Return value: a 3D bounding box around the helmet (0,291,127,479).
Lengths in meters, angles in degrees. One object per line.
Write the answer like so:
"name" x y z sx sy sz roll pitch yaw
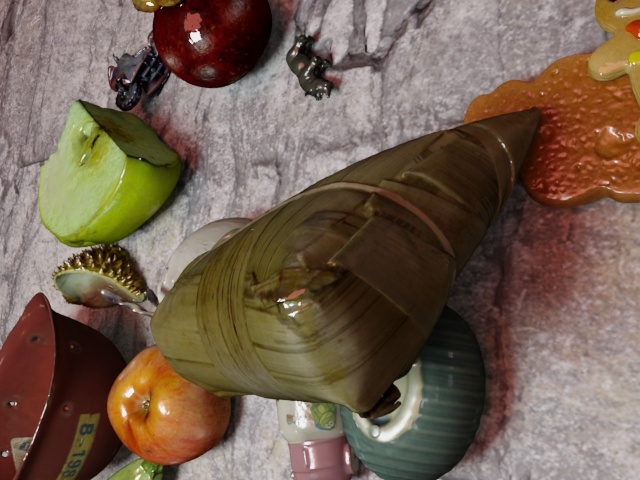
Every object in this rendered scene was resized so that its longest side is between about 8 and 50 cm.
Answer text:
"helmet" -0.470 0.303 1.149 0.337 0.230 0.385 22 92 52

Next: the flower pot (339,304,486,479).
"flower pot" 0.118 0.194 0.809 0.189 0.157 0.243 0 76 36

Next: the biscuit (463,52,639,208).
"biscuit" 0.342 -0.137 0.770 0.333 0.047 0.202 6 81 32

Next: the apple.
"apple" -0.259 0.277 1.051 0.209 0.164 0.210 -6 79 31

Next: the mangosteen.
"mangosteen" -0.212 -0.392 1.065 0.215 0.257 0.215 -33 39 31

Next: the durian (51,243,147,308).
"durian" -0.465 0.080 1.264 0.252 0.144 0.139 -15 97 27

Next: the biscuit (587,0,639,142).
"biscuit" 0.396 -0.226 0.712 0.158 0.035 0.240 -28 64 20

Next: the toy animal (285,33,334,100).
"toy animal" -0.015 -0.286 1.042 0.065 0.047 0.136 -44 63 27

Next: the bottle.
"bottle" -0.007 0.238 0.913 0.120 0.120 0.253 -18 74 31

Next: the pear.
"pear" -0.418 -0.097 1.209 0.286 0.176 0.282 42 106 36

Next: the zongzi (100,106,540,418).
"zongzi" 0.012 0.018 0.832 0.500 0.467 0.218 -14 110 52

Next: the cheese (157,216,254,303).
"cheese" -0.149 0.043 1.003 0.189 0.198 0.155 4 115 23

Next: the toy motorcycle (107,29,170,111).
"toy motorcycle" -0.367 -0.370 1.280 0.122 0.082 0.213 40 94 33

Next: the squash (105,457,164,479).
"squash" -0.389 0.510 1.134 0.118 0.118 0.371 46 109 30
